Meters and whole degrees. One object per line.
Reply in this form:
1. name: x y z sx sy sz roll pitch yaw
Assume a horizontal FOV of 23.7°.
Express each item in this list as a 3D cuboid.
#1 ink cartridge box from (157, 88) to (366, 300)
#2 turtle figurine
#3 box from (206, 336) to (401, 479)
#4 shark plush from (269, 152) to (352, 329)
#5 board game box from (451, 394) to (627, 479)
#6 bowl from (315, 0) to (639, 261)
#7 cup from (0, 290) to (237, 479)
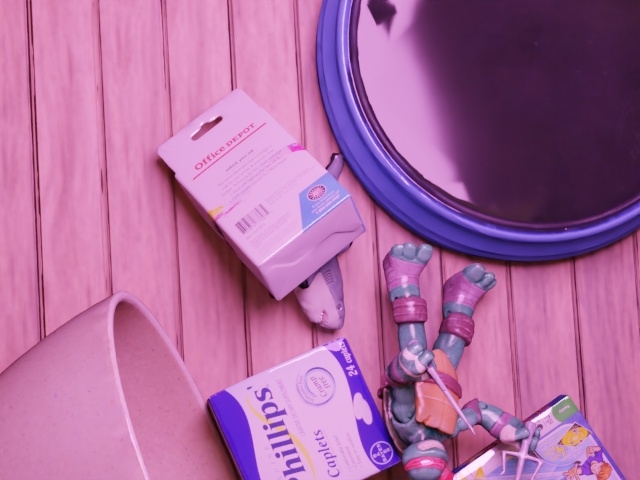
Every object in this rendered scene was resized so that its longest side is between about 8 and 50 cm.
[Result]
1. ink cartridge box: -0.056 -0.045 1.373 0.104 0.061 0.181 -38 54 -8
2. turtle figurine: 0.105 0.126 1.339 0.118 0.175 0.234 -20 56 31
3. box: -0.016 0.171 1.373 0.137 0.072 0.126 -24 86 -6
4. shark plush: 0.000 0.000 1.417 0.067 0.073 0.161 16 61 -23
5. board game box: 0.182 0.253 1.401 0.201 0.035 0.136 -34 88 -7
6. bowl: 0.192 -0.176 1.417 0.391 0.077 0.391 1 83 -6
7. cup: -0.205 0.239 1.242 0.237 0.331 0.331 -23 87 4
